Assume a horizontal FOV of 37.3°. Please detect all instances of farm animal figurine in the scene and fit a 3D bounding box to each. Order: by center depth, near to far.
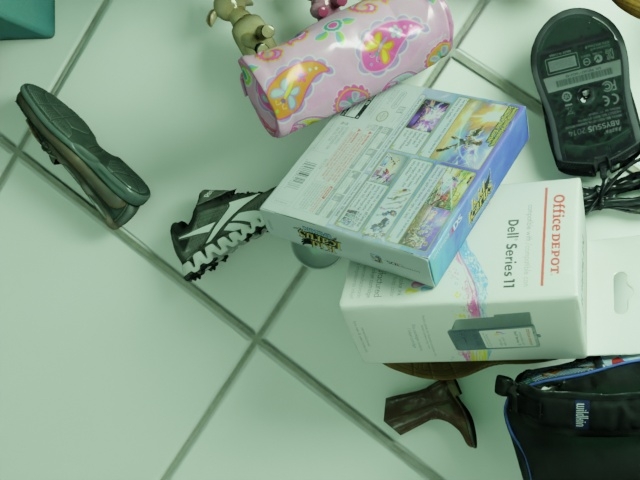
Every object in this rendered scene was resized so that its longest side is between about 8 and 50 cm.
[{"bbox_3d":[-0.091,-0.395,1.300,0.326,0.172,0.330,22,99,-26],"label":"farm animal figurine"}]

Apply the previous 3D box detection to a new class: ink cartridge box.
[{"bbox_3d":[0.220,0.036,1.169,0.353,0.207,0.119,-4,134,19],"label":"ink cartridge box"}]

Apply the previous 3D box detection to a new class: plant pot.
[{"bbox_3d":[-0.531,-0.403,1.407,0.165,0.234,0.166,1,91,18],"label":"plant pot"}]

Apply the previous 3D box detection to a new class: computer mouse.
[{"bbox_3d":[0.341,-0.164,1.233,0.188,0.072,0.272,-8,101,15],"label":"computer mouse"}]

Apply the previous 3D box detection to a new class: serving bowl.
[{"bbox_3d":[0.000,0.000,1.355,0.083,0.027,0.083,0,91,16],"label":"serving bowl"}]

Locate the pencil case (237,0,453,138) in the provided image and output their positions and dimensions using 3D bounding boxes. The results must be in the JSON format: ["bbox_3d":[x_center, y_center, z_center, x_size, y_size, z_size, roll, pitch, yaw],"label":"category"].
[{"bbox_3d":[0.036,-0.242,1.239,0.284,0.124,0.124,-29,82,-9],"label":"pencil case"}]

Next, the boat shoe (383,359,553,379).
[{"bbox_3d":[0.206,0.120,1.272,0.285,0.089,0.105,-4,111,20],"label":"boat shoe"}]

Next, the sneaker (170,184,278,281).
[{"bbox_3d":[-0.126,-0.041,1.367,0.234,0.078,0.106,-33,84,17],"label":"sneaker"}]

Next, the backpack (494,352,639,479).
[{"bbox_3d":[0.381,0.247,1.148,0.263,0.213,0.277,-17,94,23],"label":"backpack"}]

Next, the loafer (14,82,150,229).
[{"bbox_3d":[-0.378,-0.127,1.439,0.267,0.096,0.084,43,108,10],"label":"loafer"}]

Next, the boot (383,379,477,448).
[{"bbox_3d":[0.149,0.252,1.306,0.114,0.037,0.107,-23,71,13],"label":"boot"}]

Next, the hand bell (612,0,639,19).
[{"bbox_3d":[0.334,-0.322,1.166,0.242,0.126,0.126,40,102,30],"label":"hand bell"}]

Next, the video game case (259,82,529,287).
[{"bbox_3d":[0.097,-0.085,1.201,0.244,0.061,0.270,17,56,32],"label":"video game case"}]
